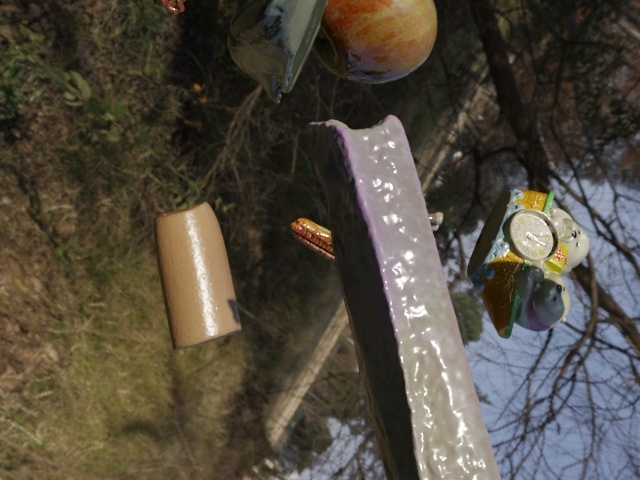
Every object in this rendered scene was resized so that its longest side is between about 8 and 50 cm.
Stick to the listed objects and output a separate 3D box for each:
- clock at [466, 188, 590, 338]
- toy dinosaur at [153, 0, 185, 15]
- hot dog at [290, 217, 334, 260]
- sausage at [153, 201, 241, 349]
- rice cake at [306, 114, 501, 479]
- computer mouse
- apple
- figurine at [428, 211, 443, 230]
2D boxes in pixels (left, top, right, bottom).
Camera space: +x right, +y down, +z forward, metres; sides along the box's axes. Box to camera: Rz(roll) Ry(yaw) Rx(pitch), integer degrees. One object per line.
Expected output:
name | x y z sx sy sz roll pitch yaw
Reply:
clock | 0.284 0.029 0.806 0.231 0.144 0.103 -61 -179 -21
toy dinosaur | -0.285 -0.448 1.077 0.049 0.055 0.154 -55 165 5
hot dog | -0.001 0.001 1.196 0.062 0.144 0.038 -40 -152 41
sausage | -0.220 0.054 1.041 0.123 0.253 0.123 -13 172 -2
rice cake | 0.067 0.086 0.415 0.064 0.399 0.070 -7 165 -25
computer mouse | -0.073 -0.390 1.003 0.228 0.145 0.429 -64 -176 -9
apple | 0.104 -0.448 1.240 0.233 0.257 0.257 -32 168 -17
figurine | 0.182 -0.066 1.388 0.147 0.196 0.094 108 -21 -53
